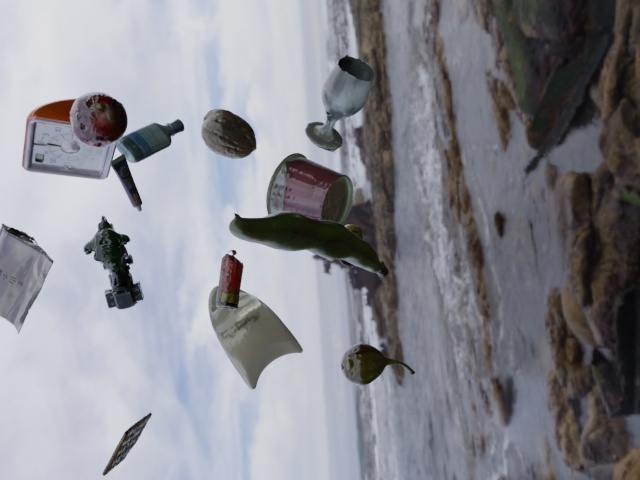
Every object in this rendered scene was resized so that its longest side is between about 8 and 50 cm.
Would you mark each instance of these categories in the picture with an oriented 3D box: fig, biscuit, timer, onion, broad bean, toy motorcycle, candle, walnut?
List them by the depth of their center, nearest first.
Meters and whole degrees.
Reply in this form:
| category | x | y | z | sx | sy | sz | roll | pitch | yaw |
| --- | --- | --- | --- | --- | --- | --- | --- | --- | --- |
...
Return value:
| category | x | y | z | sx | sy | sz | roll | pitch | yaw |
| --- | --- | --- | --- | --- | --- | --- | --- | --- | --- |
| broad bean | 0.001 | -0.001 | 0.845 | 0.060 | 0.298 | 0.043 | -58 | 43 | 18 |
| candle | -0.196 | 0.083 | 1.367 | 0.052 | 0.052 | 0.130 | 78 | -163 | -76 |
| onion | -0.510 | -0.279 | 1.441 | 0.131 | 0.131 | 0.131 | -4 | -90 | -88 |
| biscuit | -0.521 | 0.548 | 1.691 | 0.143 | 0.016 | 0.203 | -62 | -3 | -3 |
| toy motorcycle | -0.573 | 0.073 | 1.752 | 0.187 | 0.125 | 0.274 | -131 | 28 | -68 |
| fig | 0.177 | 0.373 | 1.865 | 0.124 | 0.237 | 0.124 | -174 | 90 | -77 |
| timer | -0.780 | -0.311 | 1.929 | 0.257 | 0.250 | 0.161 | -51 | 57 | 48 |
| walnut | -0.346 | -0.399 | 2.390 | 0.178 | 0.231 | 0.178 | -49 | 26 | 35 |

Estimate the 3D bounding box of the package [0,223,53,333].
| category | x | y | z | sx | sy | sz | roll | pitch | yaw |
| --- | --- | --- | --- | --- | --- | --- | --- | --- | --- |
| package | -0.759 | 0.091 | 1.561 | 0.062 | 0.251 | 0.203 | 17 | -81 | -57 |

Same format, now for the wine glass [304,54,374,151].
| category | x | y | z | sx | sy | sz | roll | pitch | yaw |
| --- | --- | --- | --- | --- | --- | --- | --- | --- | --- |
| wine glass | 0.051 | -0.365 | 1.675 | 0.126 | 0.127 | 0.241 | -93 | 24 | -44 |

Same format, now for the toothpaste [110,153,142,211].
| category | x | y | z | sx | sy | sz | roll | pitch | yaw |
| --- | --- | --- | --- | --- | --- | --- | --- | --- | --- |
| toothpaste | -0.401 | -0.115 | 1.312 | 0.037 | 0.021 | 0.139 | -45 | -39 | -32 |

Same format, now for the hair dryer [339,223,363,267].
| category | x | y | z | sx | sy | sz | roll | pitch | yaw |
| --- | --- | --- | --- | --- | --- | --- | --- | --- | --- |
| hair dryer | 0.018 | -0.006 | 2.134 | 0.134 | 0.279 | 0.090 | -91 | 21 | -44 |

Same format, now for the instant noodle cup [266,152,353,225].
| category | x | y | z | sx | sy | sz | roll | pitch | yaw |
| --- | --- | --- | --- | --- | --- | --- | --- | --- | --- |
| instant noodle cup | -0.022 | -0.126 | 1.850 | 0.235 | 0.179 | 0.234 | -39 | -41 | -46 |

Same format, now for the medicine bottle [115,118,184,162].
| category | x | y | z | sx | sy | sz | roll | pitch | yaw |
| --- | --- | --- | --- | --- | --- | --- | --- | --- | --- |
| medicine bottle | -0.484 | -0.295 | 1.810 | 0.208 | 0.090 | 0.053 | -38 | -11 | -40 |

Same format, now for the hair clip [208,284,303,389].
| category | x | y | z | sx | sy | sz | roll | pitch | yaw |
| --- | --- | --- | --- | --- | --- | --- | --- | --- | --- |
| hair clip | -0.198 | 0.233 | 1.677 | 0.282 | 0.173 | 0.113 | 43 | 163 | 41 |
